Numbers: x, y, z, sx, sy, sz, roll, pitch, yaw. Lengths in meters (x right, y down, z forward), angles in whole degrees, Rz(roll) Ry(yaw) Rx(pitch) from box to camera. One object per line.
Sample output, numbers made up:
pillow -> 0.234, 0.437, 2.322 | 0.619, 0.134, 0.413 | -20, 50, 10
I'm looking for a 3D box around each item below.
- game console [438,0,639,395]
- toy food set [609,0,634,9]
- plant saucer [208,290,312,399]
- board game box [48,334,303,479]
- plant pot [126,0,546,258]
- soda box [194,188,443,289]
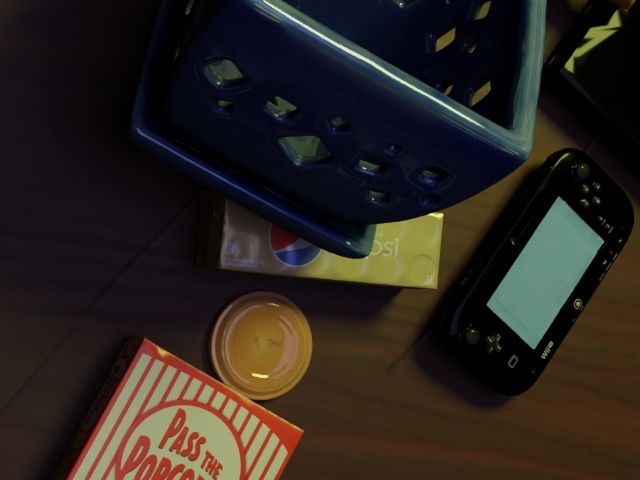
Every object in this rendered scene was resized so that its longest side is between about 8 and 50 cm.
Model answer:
game console -> 0.232, -0.029, 1.474 | 0.213, 0.044, 0.361 | 40, 76, -18
toy food set -> 0.255, -0.308, 1.413 | 0.104, 0.111, 0.232 | 29, 95, 1
plant saucer -> -0.044, 0.080, 1.370 | 0.083, 0.013, 0.083 | 0, 90, -24
board game box -> -0.122, 0.188, 1.318 | 0.146, 0.045, 0.193 | 32, 78, -20
plant pot -> 0.003, -0.138, 1.256 | 0.236, 0.212, 0.236 | 28, 48, -21
soda box -> 0.000, 0.000, 1.365 | 0.181, 0.058, 0.061 | 6, 87, -23
